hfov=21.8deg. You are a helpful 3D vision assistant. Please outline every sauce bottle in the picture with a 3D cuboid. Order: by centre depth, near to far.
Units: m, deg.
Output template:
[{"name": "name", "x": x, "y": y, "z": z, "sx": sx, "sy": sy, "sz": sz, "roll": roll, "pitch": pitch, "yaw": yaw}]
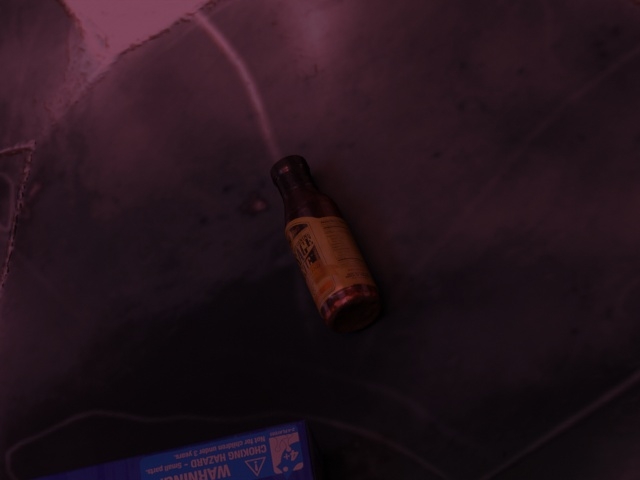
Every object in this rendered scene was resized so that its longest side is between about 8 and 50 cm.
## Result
[{"name": "sauce bottle", "x": 0.000, "y": 0.000, "z": 1.075, "sx": 0.042, "sy": 0.042, "sz": 0.128, "roll": -32, "pitch": 54, "yaw": 9}]

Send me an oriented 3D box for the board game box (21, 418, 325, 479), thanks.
[{"name": "board game box", "x": -0.132, "y": 0.286, "z": 0.940, "sx": 0.319, "sy": 0.066, "sz": 0.318, "roll": -13, "pitch": 60, "yaw": 3}]
